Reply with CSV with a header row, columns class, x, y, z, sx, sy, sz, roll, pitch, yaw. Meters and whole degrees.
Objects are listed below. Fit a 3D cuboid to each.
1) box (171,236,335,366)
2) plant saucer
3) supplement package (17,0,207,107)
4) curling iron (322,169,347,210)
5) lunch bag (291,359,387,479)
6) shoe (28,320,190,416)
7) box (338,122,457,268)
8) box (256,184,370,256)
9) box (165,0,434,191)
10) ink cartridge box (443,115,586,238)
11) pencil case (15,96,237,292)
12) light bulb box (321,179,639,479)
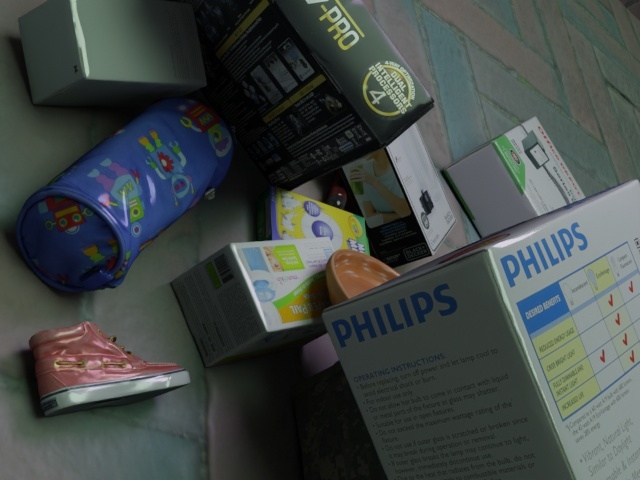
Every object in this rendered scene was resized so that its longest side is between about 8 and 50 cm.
class,x,y,z,sx,sy,sz,roll,pitch,yaw
box,-0.059,0.069,1.262,0.203,0.103,0.114,-5,68,-56
plant saucer,0.082,0.090,1.255,0.200,0.037,0.200,34,21,-15
supplement package,-0.238,-0.217,1.215,0.179,0.105,0.105,-7,85,-49
curling iron,0.010,-0.063,1.543,0.068,0.035,0.274,24,46,-20
lunch bag,0.124,0.286,1.264,0.287,0.169,0.235,28,40,-38
shoe,-0.207,0.121,1.048,0.178,0.063,0.081,-2,70,-50
box,0.099,-0.120,1.599,0.290,0.087,0.169,66,26,-12
box,0.000,0.000,1.426,0.179,0.043,0.105,19,47,-29
box,-0.060,-0.226,1.280,0.097,0.395,0.318,-41,97,-17
ink cartridge box,0.377,-0.103,2.005,0.211,0.121,0.289,59,31,0
pencil case,-0.201,-0.055,1.155,0.133,0.119,0.306,53,32,-10
light bulb box,0.242,0.164,1.120,0.358,0.225,0.361,-20,88,-49
